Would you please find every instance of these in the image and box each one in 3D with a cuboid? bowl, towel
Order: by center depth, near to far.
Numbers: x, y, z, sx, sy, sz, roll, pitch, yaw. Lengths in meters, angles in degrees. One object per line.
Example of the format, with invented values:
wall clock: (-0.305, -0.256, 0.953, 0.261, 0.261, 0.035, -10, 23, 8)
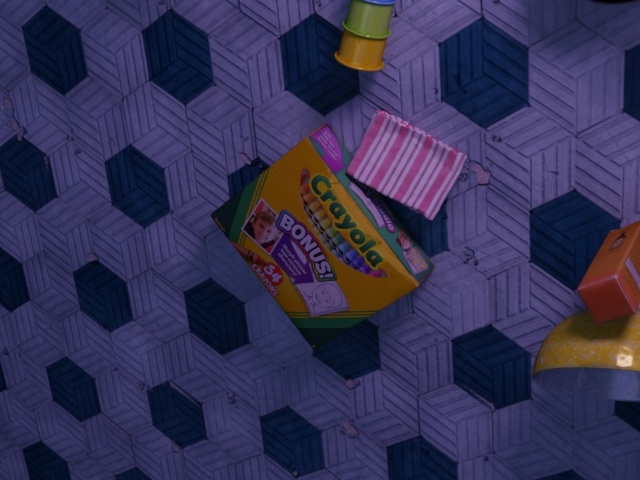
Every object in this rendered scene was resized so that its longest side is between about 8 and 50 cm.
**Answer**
bowl: (0.528, 0.183, 1.893, 0.290, 0.289, 0.156, -3, 70, 32)
towel: (0.161, -0.142, 2.014, 0.197, 0.029, 0.144, 30, 105, 13)

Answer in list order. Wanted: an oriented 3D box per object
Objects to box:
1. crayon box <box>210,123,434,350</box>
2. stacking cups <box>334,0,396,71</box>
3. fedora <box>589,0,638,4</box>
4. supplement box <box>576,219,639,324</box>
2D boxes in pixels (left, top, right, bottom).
crayon box: (0.000, 0.000, 2.164, 0.313, 0.106, 0.363, -36, 93, 38)
stacking cups: (0.104, -0.464, 1.888, 0.096, 0.096, 0.316, 24, 119, 19)
fedora: (0.457, -0.478, 1.636, 0.275, 0.124, 0.243, -23, 101, 37)
supplement box: (0.510, 0.049, 1.806, 0.078, 0.233, 0.080, -24, 104, 37)
